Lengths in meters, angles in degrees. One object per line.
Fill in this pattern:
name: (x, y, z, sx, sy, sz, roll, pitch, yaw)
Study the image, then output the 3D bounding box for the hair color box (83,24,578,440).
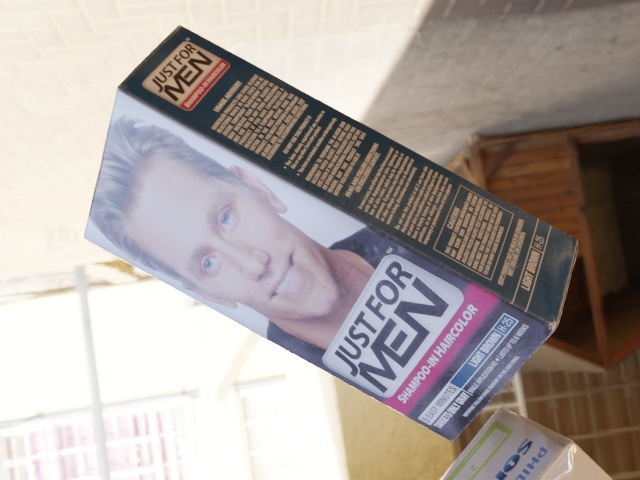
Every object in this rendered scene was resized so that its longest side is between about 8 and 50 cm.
hair color box: (0.000, 0.000, 0.721, 0.105, 0.347, 0.174, -59, 177, -45)

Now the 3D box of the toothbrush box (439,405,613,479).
toothbrush box: (0.197, 0.307, 0.732, 0.206, 0.283, 0.122, -49, -165, -7)
